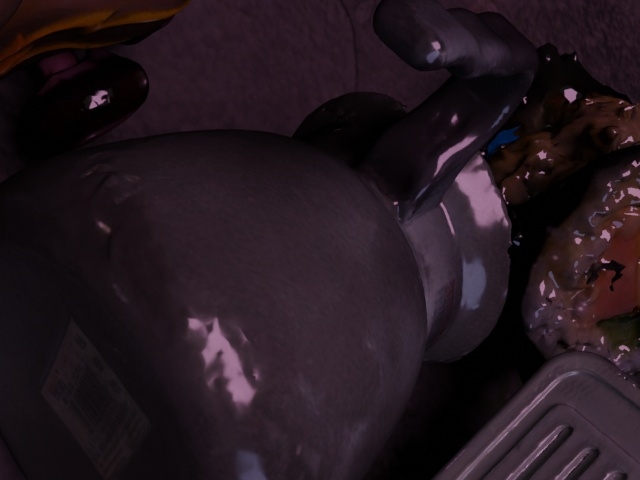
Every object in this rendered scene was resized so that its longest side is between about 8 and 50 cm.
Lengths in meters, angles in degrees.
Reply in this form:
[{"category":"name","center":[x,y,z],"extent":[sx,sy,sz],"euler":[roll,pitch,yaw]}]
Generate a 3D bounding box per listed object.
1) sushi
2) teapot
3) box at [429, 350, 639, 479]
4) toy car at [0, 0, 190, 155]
[{"category":"sushi","center":[0.194,-0.016,0.679],"extent":[0.225,0.219,0.238],"euler":[-33,136,1]},{"category":"teapot","center":[-0.018,-0.005,0.488],"extent":[0.285,0.223,0.305],"euler":[-28,133,-42]},{"category":"box","center":[0.145,0.208,0.570],"extent":[0.243,0.163,0.135],"euler":[-45,145,-7]},{"category":"toy car","center":[-0.183,-0.148,0.392],"extent":[0.340,0.240,0.271],"euler":[-40,107,-32]}]
